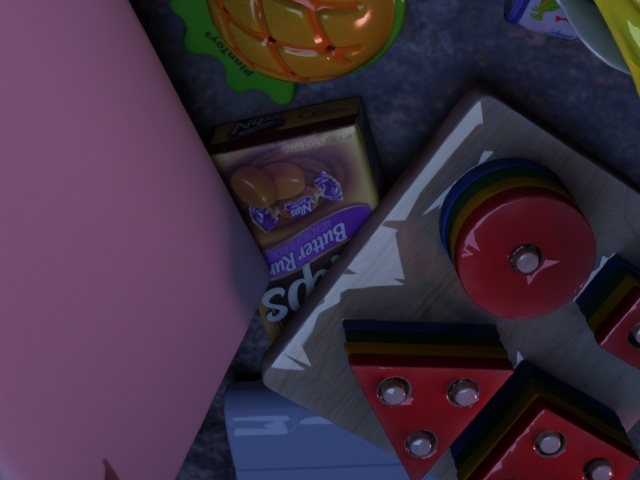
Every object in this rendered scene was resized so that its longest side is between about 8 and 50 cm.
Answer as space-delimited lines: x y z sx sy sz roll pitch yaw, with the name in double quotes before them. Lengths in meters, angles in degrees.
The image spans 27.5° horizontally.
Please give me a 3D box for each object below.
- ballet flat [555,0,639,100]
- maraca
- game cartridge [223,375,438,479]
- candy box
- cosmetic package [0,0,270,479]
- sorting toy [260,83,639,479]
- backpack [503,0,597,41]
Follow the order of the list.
"ballet flat" 0.141 -0.158 0.677 0.077 0.077 0.231 -16 116 51
"maraca" -0.023 -0.147 0.823 0.127 0.099 0.185 43 142 -15
"game cartridge" 0.042 0.235 1.062 0.198 0.062 0.297 -2 120 14
"candy box" 0.000 0.000 0.929 0.109 0.053 0.187 -11 119 13
"cosmetic package" -0.302 0.027 0.797 0.393 0.327 0.329 -13 118 25
"sorting toy" 0.134 0.072 0.889 0.255 0.089 0.257 30 110 -19
"backpack" 0.137 -0.176 0.770 0.084 0.114 0.105 18 122 -4
